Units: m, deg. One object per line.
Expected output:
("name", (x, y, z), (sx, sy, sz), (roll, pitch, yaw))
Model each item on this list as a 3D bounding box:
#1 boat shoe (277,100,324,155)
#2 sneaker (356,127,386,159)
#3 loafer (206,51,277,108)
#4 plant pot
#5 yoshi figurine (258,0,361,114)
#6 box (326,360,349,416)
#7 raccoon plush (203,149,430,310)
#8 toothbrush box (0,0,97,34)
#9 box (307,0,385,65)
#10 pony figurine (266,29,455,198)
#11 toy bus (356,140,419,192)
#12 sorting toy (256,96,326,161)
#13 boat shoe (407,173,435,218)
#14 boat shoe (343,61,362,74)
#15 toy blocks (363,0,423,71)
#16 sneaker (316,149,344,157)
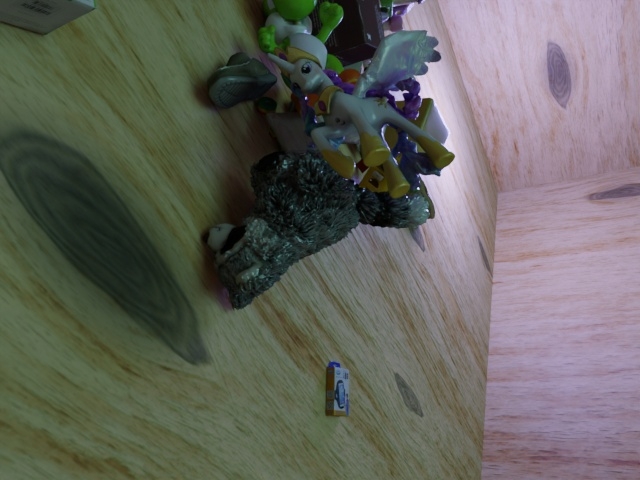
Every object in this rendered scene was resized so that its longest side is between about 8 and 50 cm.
("boat shoe", (-0.031, -0.329, 1.388), (0.098, 0.109, 0.302), (54, 45, -36))
("sneaker", (0.149, -0.347, 1.676), (0.297, 0.110, 0.130), (43, 54, -68))
("loafer", (-0.181, -0.350, 1.157), (0.087, 0.094, 0.251), (51, 23, -3))
("plant pot", (0.323, -0.370, 1.957), (0.212, 0.212, 0.187), (42, 60, -49))
("yoshi figurine", (-0.041, -0.485, 1.256), (0.203, 0.203, 0.362), (17, 44, -58))
("box", (0.046, 0.386, 1.396), (0.081, 0.028, 0.136), (30, 58, -55))
("raccoon plush", (0.000, 0.000, 1.069), (0.216, 0.446, 0.299), (84, 11, -61))
("toothbrush box", (-0.427, -0.444, 0.686), (0.206, 0.122, 0.284), (-5, 85, -62))
("box", (0.056, -0.595, 1.519), (0.167, 0.203, 0.169), (-17, 98, -61))
("pony figurine", (0.097, -0.256, 1.065), (0.350, 0.303, 0.364), (-5, 51, -39))
("toy bus", (0.191, -0.195, 1.657), (0.104, 0.190, 0.202), (-12, 93, -61))
("sorting toy", (-0.044, -0.231, 1.234), (0.132, 0.046, 0.275), (-9, 52, -29))
("boat shoe", (0.380, -0.179, 2.126), (0.285, 0.089, 0.105), (56, 11, -42))
("boat shoe", (0.090, -0.528, 1.713), (0.083, 0.079, 0.233), (6, 59, -17))
("toy blocks", (0.240, -0.752, 1.735), (0.288, 0.259, 0.309), (66, 15, -77))
("sneaker", (-0.001, -0.190, 1.429), (0.107, 0.124, 0.283), (38, 15, -5))
